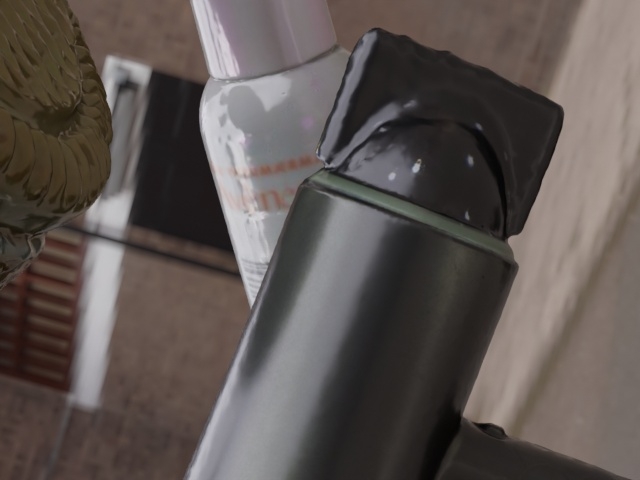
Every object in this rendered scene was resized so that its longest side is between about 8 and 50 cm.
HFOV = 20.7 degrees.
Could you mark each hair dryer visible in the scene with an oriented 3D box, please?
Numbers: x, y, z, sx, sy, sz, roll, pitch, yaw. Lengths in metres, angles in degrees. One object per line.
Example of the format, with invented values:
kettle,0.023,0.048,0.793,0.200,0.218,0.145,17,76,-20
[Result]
hair dryer,0.092,0.065,0.573,0.078,0.248,0.195,-145,76,-82

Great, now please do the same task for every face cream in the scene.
face cream,0.000,0.000,0.782,0.082,0.082,0.269,-76,-29,-68

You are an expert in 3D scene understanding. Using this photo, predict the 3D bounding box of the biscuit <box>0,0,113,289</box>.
biscuit,-0.164,-0.096,0.615,0.079,0.259,0.259,-33,10,11
